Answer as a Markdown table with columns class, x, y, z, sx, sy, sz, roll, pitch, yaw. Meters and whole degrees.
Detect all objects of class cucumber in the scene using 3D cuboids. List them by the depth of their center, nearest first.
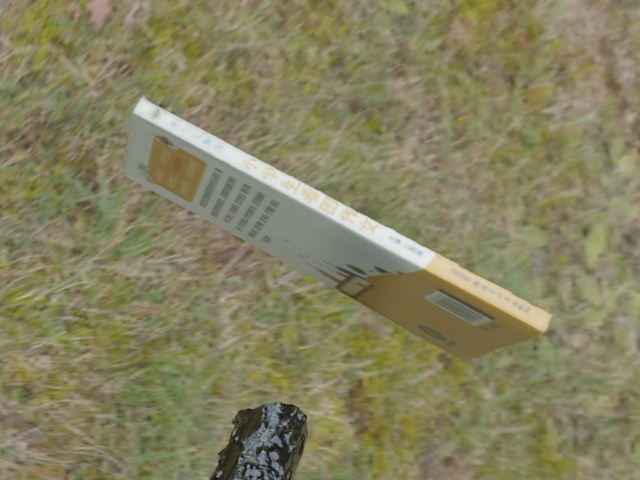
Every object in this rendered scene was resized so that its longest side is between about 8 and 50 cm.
| class | x | y | z | sx | sy | sz | roll | pitch | yaw |
| --- | --- | --- | --- | --- | --- | --- | --- | --- | --- |
| cucumber | -0.082 | 0.245 | 1.394 | 0.072 | 0.081 | 0.303 | 63 | 29 | -22 |

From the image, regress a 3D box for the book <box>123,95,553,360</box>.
| class | x | y | z | sx | sy | sz | roll | pitch | yaw |
| --- | --- | --- | --- | --- | --- | --- | --- | --- | --- |
| book | 0.000 | 0.000 | 1.116 | 0.295 | 0.208 | 0.020 | 28 | 79 | -4 |
